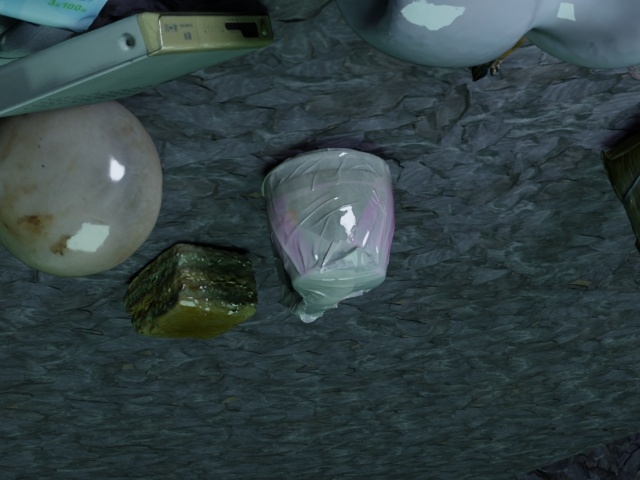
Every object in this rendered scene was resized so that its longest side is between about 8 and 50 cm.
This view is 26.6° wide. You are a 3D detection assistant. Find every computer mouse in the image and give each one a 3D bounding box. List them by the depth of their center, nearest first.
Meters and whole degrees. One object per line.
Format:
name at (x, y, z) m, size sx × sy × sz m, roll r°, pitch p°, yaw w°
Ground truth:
computer mouse at (-0.302, -0.203, 1.269) m, size 0.229 × 0.068 × 0.113 m, roll -19°, pitch 157°, yaw 27°

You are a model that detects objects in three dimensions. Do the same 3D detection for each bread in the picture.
bread at (-0.191, 0.085, 1.981) m, size 0.138 × 0.102 × 0.196 m, roll 11°, pitch 153°, yaw -34°

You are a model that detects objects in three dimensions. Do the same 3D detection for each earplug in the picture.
earplug at (0.172, -0.239, 1.150) m, size 0.326 × 0.214 × 0.175 m, roll -5°, pitch -160°, yaw 7°

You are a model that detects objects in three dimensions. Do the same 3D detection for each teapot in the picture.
teapot at (-0.008, -0.004, 1.714) m, size 0.222 × 0.178 × 0.163 m, roll -22°, pitch 154°, yaw 34°

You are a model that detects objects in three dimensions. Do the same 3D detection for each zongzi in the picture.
zongzi at (0.478, -0.040, 1.656) m, size 0.125 × 0.274 × 0.251 m, roll -6°, pitch 159°, yaw -23°

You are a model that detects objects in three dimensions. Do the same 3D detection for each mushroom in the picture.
mushroom at (-0.264, -0.070, 1.486) m, size 0.207 × 0.207 × 0.215 m, roll -14°, pitch -168°, yaw 15°

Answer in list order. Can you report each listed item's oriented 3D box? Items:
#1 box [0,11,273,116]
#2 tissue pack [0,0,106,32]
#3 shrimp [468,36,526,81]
box at (-0.180, -0.172, 1.281) m, size 0.211 × 0.045 × 0.270 m, roll -16°, pitch -176°, yaw 23°
tissue pack at (-0.273, -0.264, 1.078) m, size 0.263 × 0.089 × 0.177 m, roll 9°, pitch 142°, yaw -36°
shrimp at (0.144, -0.214, 1.401) m, size 0.152 × 0.046 × 0.219 m, roll 2°, pitch 166°, yaw -2°
